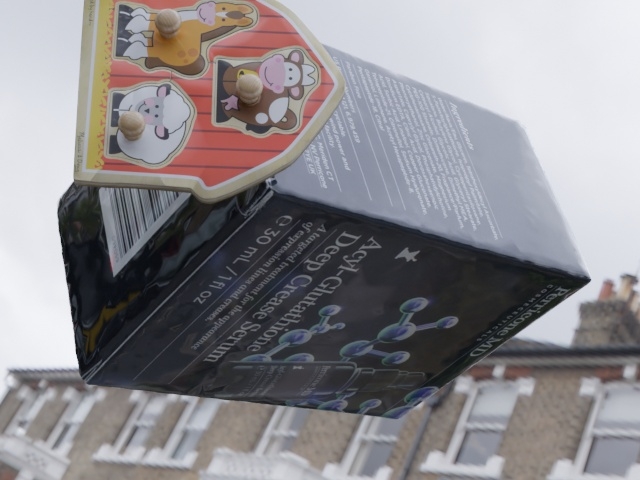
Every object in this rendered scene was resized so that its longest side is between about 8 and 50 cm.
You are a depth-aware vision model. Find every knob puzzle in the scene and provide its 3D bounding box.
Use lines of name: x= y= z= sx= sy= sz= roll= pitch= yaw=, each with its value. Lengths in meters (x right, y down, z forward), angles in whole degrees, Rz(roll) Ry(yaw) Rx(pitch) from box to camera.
knob puzzle: x=-0.077 y=-0.119 z=0.781 sx=0.213 sy=0.213 sz=0.030 roll=24 pitch=-24 yaw=5

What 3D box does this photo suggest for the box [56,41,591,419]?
box: x=0.000 y=0.000 z=1.028 sx=0.395 sy=0.212 sz=0.293 roll=13 pitch=-43 yaw=-38
